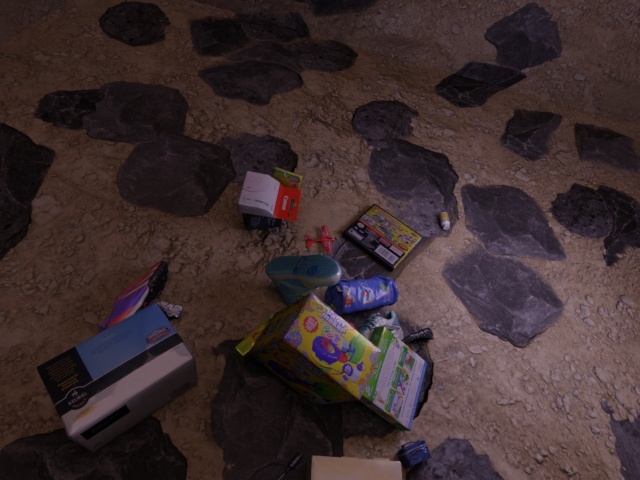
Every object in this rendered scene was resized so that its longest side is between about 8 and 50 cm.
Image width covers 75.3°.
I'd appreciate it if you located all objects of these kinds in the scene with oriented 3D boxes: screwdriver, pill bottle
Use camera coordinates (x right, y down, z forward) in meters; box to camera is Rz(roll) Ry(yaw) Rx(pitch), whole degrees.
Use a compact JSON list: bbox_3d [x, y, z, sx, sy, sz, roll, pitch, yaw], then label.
[{"bbox_3d":[-0.114,0.706,1.234,0.170,0.024,0.025,-44,101,-28],"label":"screwdriver"},{"bbox_3d":[0.590,-0.092,1.970,0.043,0.043,0.083,5,53,-9],"label":"pill bottle"}]

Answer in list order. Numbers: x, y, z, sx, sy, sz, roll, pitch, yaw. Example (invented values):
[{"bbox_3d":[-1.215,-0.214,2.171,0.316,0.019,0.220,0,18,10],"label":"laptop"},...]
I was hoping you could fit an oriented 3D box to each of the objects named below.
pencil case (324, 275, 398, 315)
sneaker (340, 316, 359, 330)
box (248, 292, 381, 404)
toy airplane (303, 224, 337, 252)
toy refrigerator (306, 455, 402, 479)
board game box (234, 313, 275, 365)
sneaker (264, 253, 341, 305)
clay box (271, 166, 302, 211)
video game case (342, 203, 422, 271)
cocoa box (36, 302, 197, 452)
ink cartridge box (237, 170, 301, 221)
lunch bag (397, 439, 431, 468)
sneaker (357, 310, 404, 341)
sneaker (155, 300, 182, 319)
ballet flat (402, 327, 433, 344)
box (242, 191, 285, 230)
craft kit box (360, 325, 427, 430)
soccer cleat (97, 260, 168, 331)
[{"bbox_3d":[0.152,0.199,1.553,0.306,0.119,0.133,-2,74,-38],"label":"pencil case"},{"bbox_3d":[0.032,0.335,1.523,0.221,0.087,0.128,28,74,3],"label":"sneaker"},{"bbox_3d":[-0.023,0.349,1.300,0.290,0.279,0.177,41,53,-8],"label":"box"},{"bbox_3d":[0.000,0.000,1.780,0.151,0.028,0.151,6,51,-7],"label":"toy airplane"},{"bbox_3d":[0.097,0.698,1.232,0.270,0.102,0.094,8,52,-6],"label":"toy refrigerator"},{"bbox_3d":[-0.214,0.342,1.436,0.043,0.092,0.181,39,55,18],"label":"board game box"},{"bbox_3d":[-0.036,0.162,1.513,0.319,0.208,0.127,4,40,38],"label":"sneaker"},{"bbox_3d":[-0.152,-0.227,1.794,0.127,0.222,0.053,19,52,1],"label":"clay box"},{"bbox_3d":[0.278,-0.020,1.854,0.275,0.035,0.248,37,55,17],"label":"video game case"},{"bbox_3d":[-0.577,0.397,1.225,0.347,0.231,0.228,-31,65,-30],"label":"cocoa box"},{"bbox_3d":[-0.199,-0.178,1.656,0.232,0.066,0.189,7,51,-2],"label":"ink cartridge box"},{"bbox_3d":[0.292,0.674,1.314,0.098,0.067,0.065,-11,57,-18],"label":"lunch bag"},{"bbox_3d":[0.176,0.323,1.484,0.283,0.110,0.122,-9,87,-42],"label":"sneaker"},{"bbox_3d":[-0.544,0.255,1.462,0.098,0.038,0.069,10,51,-4],"label":"sneaker"},{"bbox_3d":[0.355,0.375,1.559,0.173,0.057,0.049,-17,64,-23],"label":"ballet flat"},{"bbox_3d":[-0.241,-0.132,1.745,0.158,0.156,0.093,-7,55,-18],"label":"box"},{"bbox_3d":[0.238,0.459,1.387,0.246,0.061,0.250,44,52,-24],"label":"craft kit box"},{"bbox_3d":[-0.644,0.192,1.449,0.116,0.108,0.318,16,54,5],"label":"soccer cleat"}]
